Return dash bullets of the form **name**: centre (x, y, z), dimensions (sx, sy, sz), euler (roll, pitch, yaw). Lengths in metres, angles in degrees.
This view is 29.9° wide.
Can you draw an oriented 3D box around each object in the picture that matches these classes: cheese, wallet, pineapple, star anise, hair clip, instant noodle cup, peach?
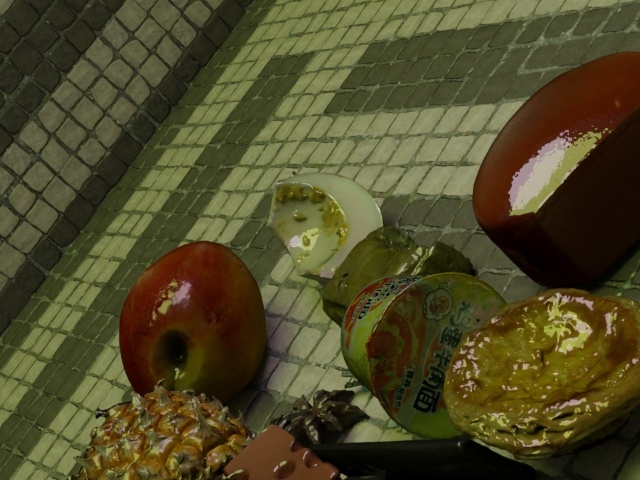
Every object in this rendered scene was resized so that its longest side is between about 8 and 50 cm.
- **cheese**: centre (-0.059, 0.377, 1.848), dimensions (0.128, 0.203, 0.177), euler (-43, 62, -15)
- **wallet**: centre (0.145, 0.338, 1.785), dimensions (0.321, 0.170, 0.044), euler (-14, 57, 46)
- **pineapple**: centre (-0.227, 0.429, 2.031), dimensions (0.352, 0.352, 0.300), euler (-51, 38, -9)
- **star anise**: centre (-0.013, 0.310, 2.117), dimensions (0.182, 0.065, 0.195), euler (-25, 14, -14)
- **hair clip**: centre (0.113, 0.234, 2.102), dimensions (0.173, 0.049, 0.049), euler (-16, 40, 37)
- **instant noodle cup**: centre (0.162, 0.167, 1.924), dimensions (0.264, 0.264, 0.200), euler (-50, 18, -8)
- **peach**: centre (-0.257, 0.175, 2.430), dimensions (0.290, 0.372, 0.372), euler (-7, 36, 3)

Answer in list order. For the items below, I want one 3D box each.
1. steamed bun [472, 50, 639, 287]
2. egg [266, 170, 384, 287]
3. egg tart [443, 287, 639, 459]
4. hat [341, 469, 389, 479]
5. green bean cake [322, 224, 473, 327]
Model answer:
- **steamed bun**: centre (0.417, -0.123, 1.941), dimensions (0.379, 0.235, 0.248), euler (-46, 30, 0)
- **egg**: centre (0.019, -0.002, 2.423), dimensions (0.206, 0.161, 0.271), euler (-20, 59, -17)
- **egg tart**: centre (0.332, 0.201, 1.697), dimensions (0.341, 0.129, 0.341), euler (-17, 28, 10)
- **hat**: centre (-0.031, 0.521, 1.711), dimensions (0.382, 0.257, 0.366), euler (-25, 19, 7)
- **green bean cake**: centre (0.133, 0.080, 2.189), dimensions (0.233, 0.124, 0.236), euler (-53, 28, -12)
